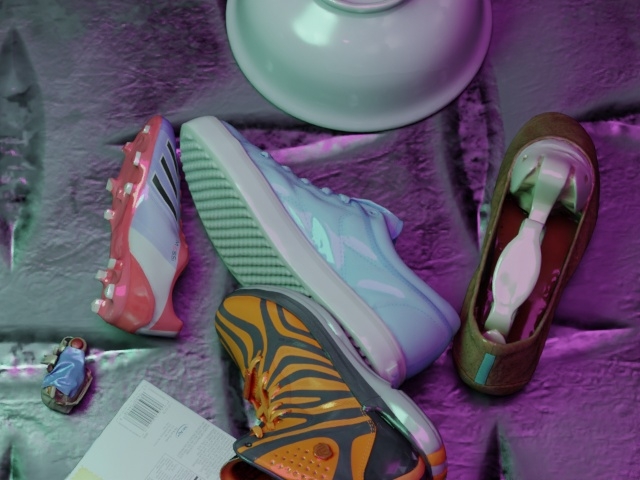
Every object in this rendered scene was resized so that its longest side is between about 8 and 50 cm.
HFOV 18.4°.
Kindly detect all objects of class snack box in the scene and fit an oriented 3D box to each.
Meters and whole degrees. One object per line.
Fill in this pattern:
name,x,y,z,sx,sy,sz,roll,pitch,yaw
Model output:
snack box,-0.189,0.313,1.907,0.187,0.060,0.322,32,68,14

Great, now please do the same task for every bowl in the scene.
bowl,0.044,-0.276,2.154,0.298,0.134,0.298,0,65,-1

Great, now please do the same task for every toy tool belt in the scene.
toy tool belt,-0.256,0.129,1.999,0.052,0.051,0.083,14,65,6

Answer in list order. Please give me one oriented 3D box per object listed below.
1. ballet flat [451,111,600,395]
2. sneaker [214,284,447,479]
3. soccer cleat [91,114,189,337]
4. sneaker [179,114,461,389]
ballet flat,0.217,-0.007,2.032,0.116,0.124,0.342,20,65,8
sneaker,-0.042,0.163,1.894,0.180,0.124,0.321,-26,43,-29
soccer cleat,-0.174,-0.014,2.065,0.095,0.083,0.248,22,57,-23
sneaker,0.000,0.000,2.034,0.150,0.135,0.366,-29,70,-29
